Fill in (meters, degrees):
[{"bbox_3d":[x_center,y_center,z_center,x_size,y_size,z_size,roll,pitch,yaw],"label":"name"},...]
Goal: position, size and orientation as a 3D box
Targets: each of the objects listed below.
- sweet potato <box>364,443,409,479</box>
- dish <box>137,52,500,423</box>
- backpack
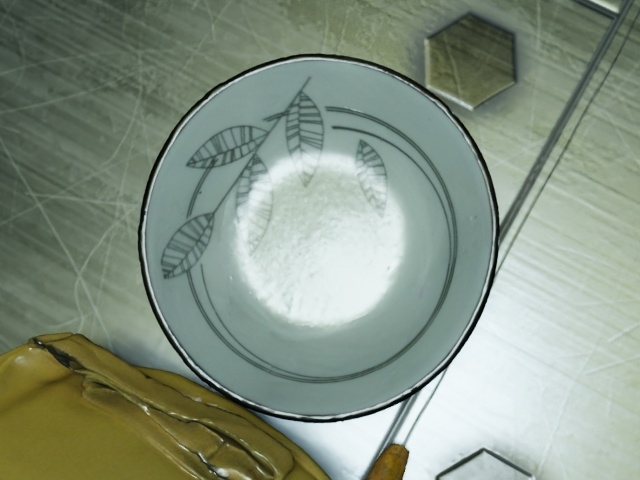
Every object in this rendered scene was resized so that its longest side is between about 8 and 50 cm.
[{"bbox_3d":[0.024,0.330,0.771,0.072,0.066,0.314,8,82,45],"label":"sweet potato"},{"bbox_3d":[0.000,0.000,0.803,0.316,0.106,0.316,-1,84,5],"label":"dish"},{"bbox_3d":[-0.169,0.256,0.696,0.378,0.201,0.353,20,45,13],"label":"backpack"}]
